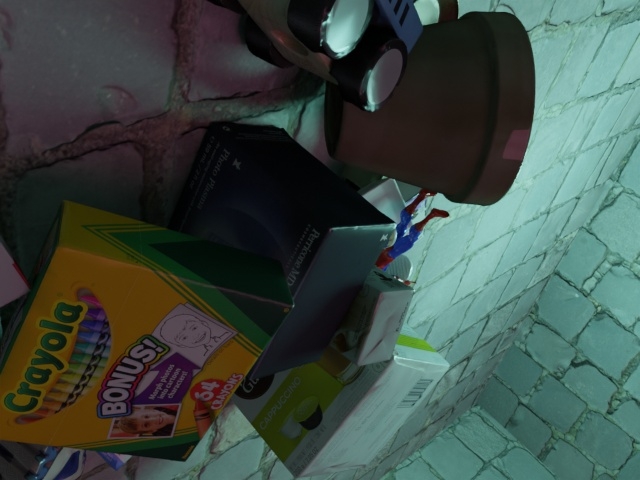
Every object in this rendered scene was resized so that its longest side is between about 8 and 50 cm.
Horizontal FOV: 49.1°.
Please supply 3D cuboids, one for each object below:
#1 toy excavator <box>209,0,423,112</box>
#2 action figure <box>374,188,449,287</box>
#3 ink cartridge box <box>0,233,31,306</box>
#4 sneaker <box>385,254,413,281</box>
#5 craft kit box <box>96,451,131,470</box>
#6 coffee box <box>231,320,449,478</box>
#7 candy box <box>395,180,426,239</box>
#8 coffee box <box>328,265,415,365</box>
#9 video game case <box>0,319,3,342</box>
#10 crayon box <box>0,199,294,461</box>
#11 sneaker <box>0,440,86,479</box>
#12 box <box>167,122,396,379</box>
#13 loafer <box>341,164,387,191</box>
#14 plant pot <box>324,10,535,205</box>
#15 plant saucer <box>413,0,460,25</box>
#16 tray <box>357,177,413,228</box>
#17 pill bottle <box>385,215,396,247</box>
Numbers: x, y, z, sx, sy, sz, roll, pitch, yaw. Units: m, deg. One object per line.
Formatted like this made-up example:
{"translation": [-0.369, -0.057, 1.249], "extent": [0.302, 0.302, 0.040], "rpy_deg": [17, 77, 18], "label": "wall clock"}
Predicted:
{"translation": [0.097, -0.411, 0.993], "extent": [0.445, 0.222, 0.433], "rpy_deg": [-57, 153, -1], "label": "toy excavator"}
{"translation": [0.187, 0.012, 1.512], "extent": [0.139, 0.091, 0.280], "rpy_deg": [8, 138, -40], "label": "action figure"}
{"translation": [-0.413, -0.005, 0.819], "extent": [0.063, 0.150, 0.109], "rpy_deg": [-33, 149, -19], "label": "ink cartridge box"}
{"translation": [0.157, 0.142, 1.866], "extent": [0.282, 0.102, 0.161], "rpy_deg": [-47, 157, 20], "label": "sneaker"}
{"translation": [-0.321, 0.198, 1.140], "extent": [0.246, 0.061, 0.250], "rpy_deg": [-41, 113, -16], "label": "craft kit box"}
{"translation": [0.024, 0.289, 1.600], "extent": [0.338, 0.334, 0.338], "rpy_deg": [-52, 150, 10], "label": "coffee box"}
{"translation": [0.172, -0.042, 1.670], "extent": [0.165, 0.070, 0.196], "rpy_deg": [-36, 149, -20], "label": "candy box"}
{"translation": [0.028, 0.095, 1.238], "extent": [0.098, 0.246, 0.141], "rpy_deg": [-1, 114, -46], "label": "coffee box"}
{"translation": [-0.539, 0.155, 0.977], "extent": [0.183, 0.023, 0.201], "rpy_deg": [-24, 145, -37], "label": "video game case"}
{"translation": [-0.263, 0.149, 0.972], "extent": [0.313, 0.106, 0.363], "rpy_deg": [16, 122, -30], "label": "crayon box"}
{"translation": [-0.452, 0.330, 1.235], "extent": [0.315, 0.127, 0.182], "rpy_deg": [-47, 166, -16], "label": "sneaker"}
{"translation": [-0.087, 0.010, 1.140], "extent": [0.182, 0.294, 0.296], "rpy_deg": [-7, 131, -51], "label": "box"}
{"translation": [0.096, -0.149, 1.400], "extent": [0.092, 0.102, 0.268], "rpy_deg": [-42, 152, -24], "label": "loafer"}
{"translation": [0.158, -0.221, 1.170], "extent": [0.280, 0.323, 0.323], "rpy_deg": [1, 136, -9], "label": "plant pot"}
{"translation": [0.178, -0.379, 1.296], "extent": [0.198, 0.036, 0.199], "rpy_deg": [-33, 148, -24], "label": "plant saucer"}
{"translation": [0.107, -0.050, 1.455], "extent": [0.145, 0.030, 0.270], "rpy_deg": [-32, 156, 4], "label": "tray"}
{"translation": [0.087, -0.008, 1.396], "extent": [0.120, 0.067, 0.067], "rpy_deg": [-13, 137, -32], "label": "pill bottle"}
